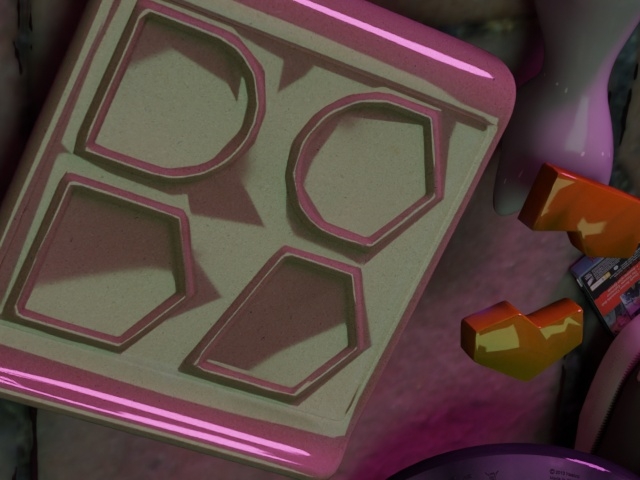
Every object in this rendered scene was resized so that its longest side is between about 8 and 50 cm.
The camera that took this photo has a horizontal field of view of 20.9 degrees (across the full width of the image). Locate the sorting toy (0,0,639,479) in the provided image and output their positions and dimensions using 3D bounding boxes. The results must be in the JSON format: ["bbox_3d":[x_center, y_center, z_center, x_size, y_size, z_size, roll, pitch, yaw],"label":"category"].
[{"bbox_3d":[0.000,0.000,0.836,0.307,0.041,0.229,19,102,-25],"label":"sorting toy"}]

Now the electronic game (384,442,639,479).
[{"bbox_3d":[0.112,0.212,1.023,0.229,0.048,0.229,2,122,3],"label":"electronic game"}]

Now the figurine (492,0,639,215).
[{"bbox_3d":[0.186,-0.111,0.897,0.214,0.092,0.209,-11,128,-25],"label":"figurine"}]

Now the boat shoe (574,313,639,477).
[{"bbox_3d":[0.202,0.191,1.078,0.116,0.097,0.324,-7,126,-30],"label":"boat shoe"}]

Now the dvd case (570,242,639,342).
[{"bbox_3d":[0.204,0.028,1.039,0.087,0.013,0.119,-40,131,-4],"label":"dvd case"}]
